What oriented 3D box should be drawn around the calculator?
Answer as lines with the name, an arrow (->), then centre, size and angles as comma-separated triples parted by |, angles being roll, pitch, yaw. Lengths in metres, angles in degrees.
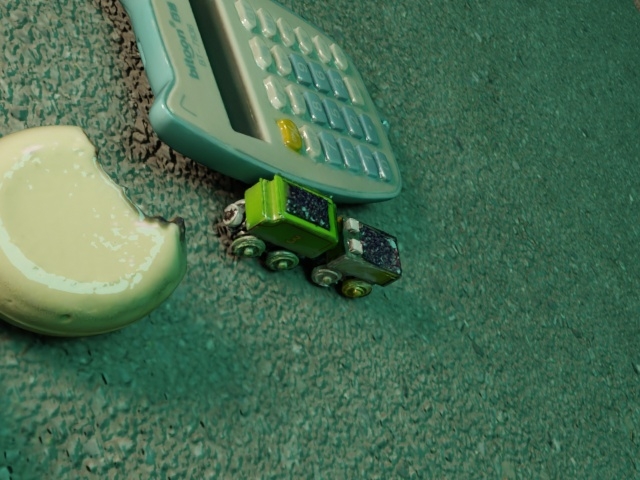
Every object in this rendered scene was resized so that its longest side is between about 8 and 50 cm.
calculator -> -0.048, -0.153, 0.998 | 0.386, 0.054, 0.256 | 9, 54, -48

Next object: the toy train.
toy train -> 0.000, 0.000, 0.942 | 0.202, 0.081, 0.060 | 22, 50, -40

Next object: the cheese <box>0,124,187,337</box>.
cheese -> -0.217, 0.010, 0.689 | 0.249, 0.071, 0.163 | -27, 88, -41
